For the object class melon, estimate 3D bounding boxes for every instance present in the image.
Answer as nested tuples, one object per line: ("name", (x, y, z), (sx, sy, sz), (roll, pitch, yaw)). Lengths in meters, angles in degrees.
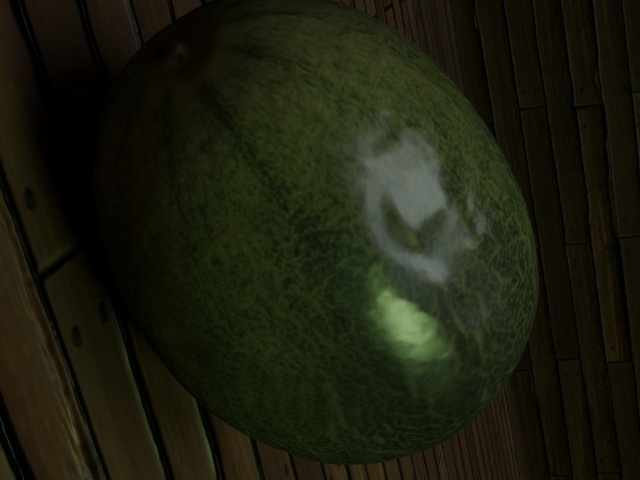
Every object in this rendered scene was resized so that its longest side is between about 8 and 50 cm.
("melon", (0.000, 0.000, 0.546), (0.329, 0.248, 0.249), (55, 32, -38))
